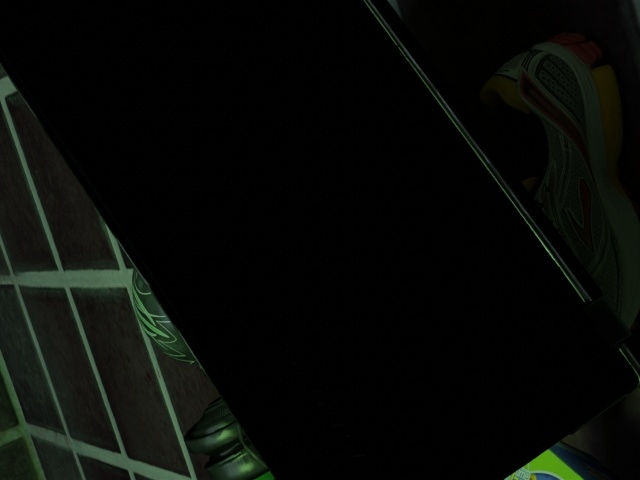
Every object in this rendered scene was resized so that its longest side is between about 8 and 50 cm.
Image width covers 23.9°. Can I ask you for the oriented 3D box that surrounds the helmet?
[{"bbox_3d":[-0.118,0.048,1.577,0.169,0.161,0.169,45,146,42],"label":"helmet"}]

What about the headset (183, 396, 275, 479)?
[{"bbox_3d":[-0.020,0.243,1.616,0.243,0.185,0.394,55,168,19],"label":"headset"}]

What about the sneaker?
[{"bbox_3d":[0.159,-0.024,1.038,0.088,0.093,0.225,14,122,61],"label":"sneaker"}]

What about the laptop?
[{"bbox_3d":[0.000,0.000,0.972,0.382,0.236,0.408,56,171,11],"label":"laptop"}]

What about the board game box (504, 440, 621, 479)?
[{"bbox_3d":[0.177,0.296,1.007,0.233,0.078,0.347,-62,22,5],"label":"board game box"}]
